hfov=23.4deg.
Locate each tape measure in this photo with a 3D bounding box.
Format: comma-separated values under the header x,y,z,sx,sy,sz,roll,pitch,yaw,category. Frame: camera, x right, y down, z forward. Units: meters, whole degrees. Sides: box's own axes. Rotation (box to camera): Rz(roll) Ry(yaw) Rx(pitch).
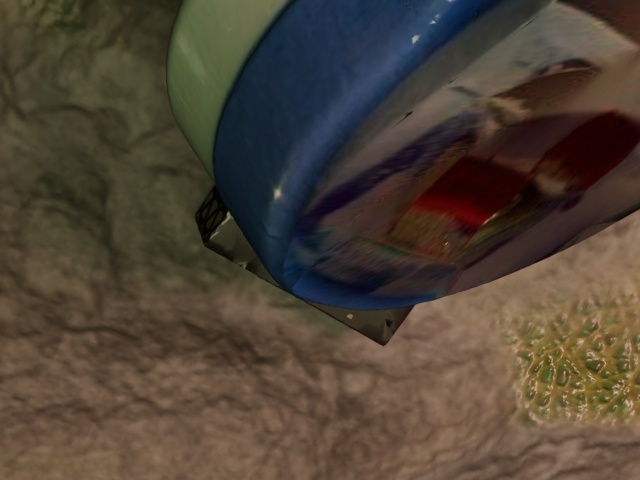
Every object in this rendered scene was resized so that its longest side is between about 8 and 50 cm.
x,y,z,sx,sy,sz,roll,pitch,yaw,category
0.070,-0.087,0.666,0.262,0.138,0.259,-35,156,22,tape measure

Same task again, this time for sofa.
x,y,z,sx,sy,sz,roll,pitch,yaw,category
0.000,0.000,0.798,0.118,0.039,0.060,30,107,-22,sofa
